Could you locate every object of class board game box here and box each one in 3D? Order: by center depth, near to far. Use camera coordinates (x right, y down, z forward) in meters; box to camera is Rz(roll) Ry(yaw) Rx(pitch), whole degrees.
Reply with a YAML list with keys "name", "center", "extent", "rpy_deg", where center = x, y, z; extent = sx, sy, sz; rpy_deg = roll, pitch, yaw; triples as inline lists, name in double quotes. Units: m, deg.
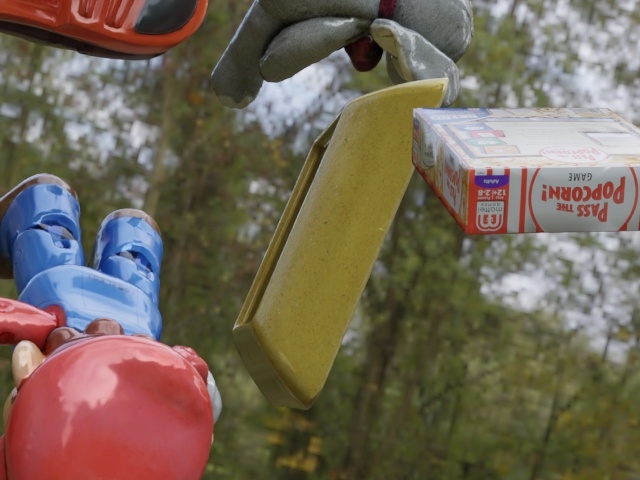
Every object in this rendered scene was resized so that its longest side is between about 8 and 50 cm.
- name: "board game box"
  center: [0.148, -0.051, 1.006]
  extent: [0.147, 0.045, 0.193]
  rpy_deg: [-1, 16, -6]

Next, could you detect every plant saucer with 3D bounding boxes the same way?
- name: "plant saucer"
  center: [0.000, 0.000, 1.510]
  extent: [0.081, 0.333, 0.333]
  rpy_deg: [24, -8, -6]

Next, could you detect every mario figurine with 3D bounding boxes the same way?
- name: "mario figurine"
  center: [-0.161, 0.091, 0.919]
  extent: [0.198, 0.170, 0.320]
  rpy_deg: [-9, 28, -6]

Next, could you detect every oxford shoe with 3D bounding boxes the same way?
- name: "oxford shoe"
  center: [-0.209, -0.163, 0.908]
  extent: [0.271, 0.097, 0.098]
  rpy_deg: [19, -15, -17]

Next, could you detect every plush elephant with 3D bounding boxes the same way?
- name: "plush elephant"
  center: [0.067, -0.269, 1.776]
  extent: [0.255, 0.272, 0.330]
  rpy_deg: [33, -28, -4]
